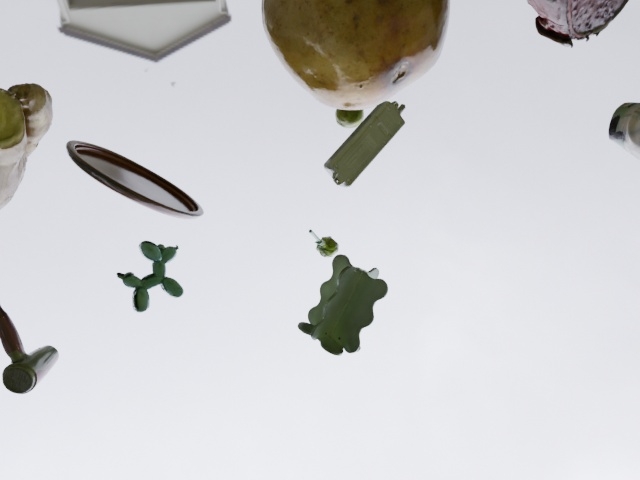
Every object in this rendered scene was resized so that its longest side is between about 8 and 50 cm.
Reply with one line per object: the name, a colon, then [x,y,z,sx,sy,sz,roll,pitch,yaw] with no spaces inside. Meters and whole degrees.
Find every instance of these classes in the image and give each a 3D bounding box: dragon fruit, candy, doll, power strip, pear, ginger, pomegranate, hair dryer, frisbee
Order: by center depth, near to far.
ginger: [-0.301,-0.046,0.409,0.102,0.157,0.216,58,-149,-15]
dragon fruit: [0.323,-0.381,0.701,0.148,0.218,0.223,41,-80,31]
pomegranate: [0.049,-0.317,0.747,0.261,0.260,0.260,3,-120,-5]
hair dryer: [-0.497,0.163,0.896,0.054,0.106,0.154,-20,-76,3]
frisbee: [-0.317,-0.103,0.944,0.251,0.251,0.021,32,-82,11]
doll: [-0.394,0.077,1.294,0.159,0.059,0.158,-29,-81,-26]
candy: [0.000,0.000,1.389,0.062,0.194,0.058,4,-103,17]
power strip: [0.141,-0.296,1.636,0.338,0.058,0.098,-48,-65,-11]
pear: [0.092,-0.399,1.707,0.092,0.097,0.092,18,-161,-6]

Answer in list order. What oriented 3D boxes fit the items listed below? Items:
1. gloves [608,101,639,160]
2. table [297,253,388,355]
gloves: [0.641,-0.184,0.987,0.111,0.127,0.212,13,-164,-33]
table: [0.061,0.148,1.294,0.167,0.166,0.198,27,-77,9]
